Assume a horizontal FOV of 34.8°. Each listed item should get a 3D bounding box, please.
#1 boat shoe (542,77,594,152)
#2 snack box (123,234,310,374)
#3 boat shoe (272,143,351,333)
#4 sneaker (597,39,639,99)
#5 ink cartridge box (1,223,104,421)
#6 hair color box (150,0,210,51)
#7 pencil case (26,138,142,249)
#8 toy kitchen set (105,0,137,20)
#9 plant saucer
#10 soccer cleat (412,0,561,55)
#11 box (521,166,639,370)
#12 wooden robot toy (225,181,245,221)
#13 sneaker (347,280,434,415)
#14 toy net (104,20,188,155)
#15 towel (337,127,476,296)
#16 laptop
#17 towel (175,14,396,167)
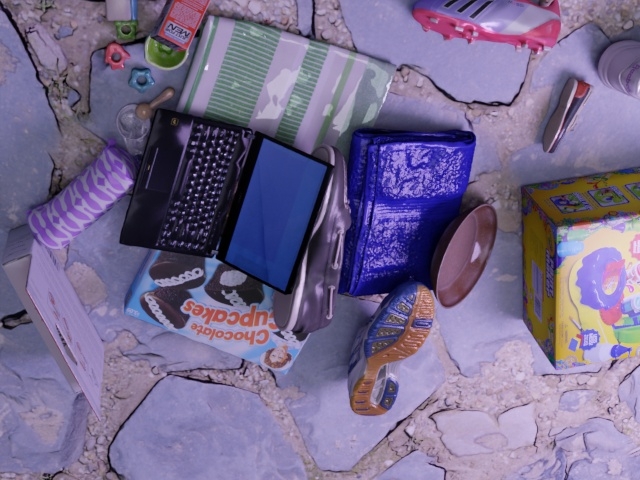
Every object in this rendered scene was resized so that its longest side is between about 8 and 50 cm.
[{"bbox_3d":[0.423,-0.210,1.753,0.043,0.049,0.137,14,108,-19],"label":"boat shoe"},{"bbox_3d":[-0.160,0.099,1.798,0.322,0.060,0.187,23,110,-20],"label":"snack box"},{"bbox_3d":[0.000,0.000,1.714,0.095,0.112,0.335,3,111,-30],"label":"boat shoe"},{"bbox_3d":[0.623,-0.260,1.702,0.305,0.152,0.114,0,114,-11],"label":"sneaker"},{"bbox_3d":[-0.435,0.138,1.670,0.060,0.239,0.275,-20,118,1],"label":"ink cartridge box"},{"bbox_3d":[-0.191,-0.367,1.514,0.053,0.093,0.167,26,91,-19],"label":"hair color box"},{"bbox_3d":[-0.382,-0.072,1.653,0.206,0.086,0.088,-39,87,15],"label":"pencil case"},{"bbox_3d":[-0.232,-0.435,1.483,0.166,0.122,0.207,-2,117,-9],"label":"toy kitchen set"},{"bbox_3d":[0.245,0.023,1.794,0.198,0.036,0.199,-37,140,-40],"label":"plant saucer"},{"bbox_3d":[0.268,-0.363,1.641,0.248,0.083,0.095,10,85,-9],"label":"soccer cleat"},{"bbox_3d":[0.520,0.044,1.824,0.279,0.177,0.290,-10,118,-6],"label":"box"},{"bbox_3d":[-0.111,-0.036,1.745,0.076,0.079,0.173,-32,95,42],"label":"wooden robot toy"},{"bbox_3d":[0.108,0.173,1.834,0.111,0.131,0.296,12,122,-19],"label":"sneaker"},{"bbox_3d":[-0.288,-0.236,1.617,0.122,0.045,0.232,10,115,-15],"label":"toy net"},{"bbox_3d":[0.144,-0.042,1.754,0.227,0.076,0.308,-2,119,-18],"label":"towel"},{"bbox_3d":[-0.152,-0.057,1.621,0.264,0.136,0.234,10,108,-29],"label":"laptop"},{"bbox_3d":[-0.066,-0.216,1.670,0.324,0.038,0.248,15,112,-16],"label":"towel"}]
